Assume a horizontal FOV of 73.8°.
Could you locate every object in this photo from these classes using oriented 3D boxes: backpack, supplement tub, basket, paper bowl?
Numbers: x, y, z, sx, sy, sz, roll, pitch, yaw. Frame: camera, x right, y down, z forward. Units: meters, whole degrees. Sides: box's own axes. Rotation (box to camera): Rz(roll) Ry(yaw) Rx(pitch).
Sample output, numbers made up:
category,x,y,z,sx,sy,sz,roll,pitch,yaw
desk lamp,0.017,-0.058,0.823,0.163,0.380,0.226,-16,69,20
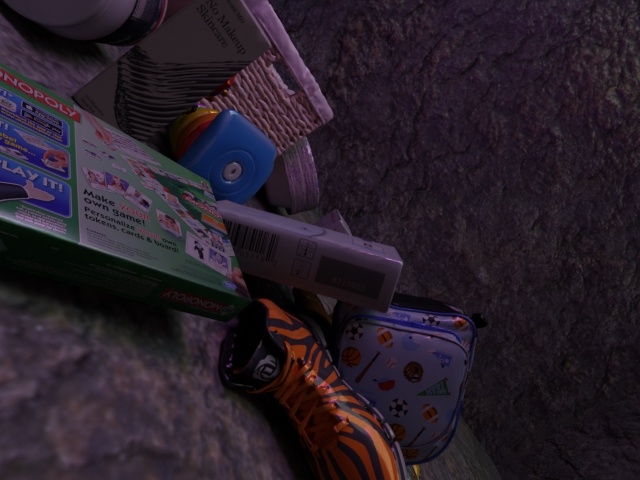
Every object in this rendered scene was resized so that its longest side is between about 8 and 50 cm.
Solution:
category,x,y,z,sx,sy,sz,roll,pitch,yaw
backpack,0.123,0.229,0.709,0.213,0.277,0.263,-24,123,-75
supplement tub,-0.366,-0.415,0.670,0.191,0.191,0.272,53,9,-20
basket,-0.199,-0.399,1.085,0.331,0.266,0.328,46,-4,47
paper bowl,-0.115,-0.217,1.305,0.284,0.148,0.284,164,-90,-80

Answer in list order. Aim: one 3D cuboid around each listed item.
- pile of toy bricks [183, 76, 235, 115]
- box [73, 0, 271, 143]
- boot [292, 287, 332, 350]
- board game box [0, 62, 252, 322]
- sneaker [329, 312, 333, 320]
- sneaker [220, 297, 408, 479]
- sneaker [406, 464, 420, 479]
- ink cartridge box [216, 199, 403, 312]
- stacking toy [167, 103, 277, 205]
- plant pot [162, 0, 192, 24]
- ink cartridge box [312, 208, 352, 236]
category,x,y,z,sx,sy,sz,roll,pitch,yaw
pile of toy bricks,-0.250,-0.296,0.751,0.105,0.212,0.118,48,44,-45
box,-0.215,-0.260,0.637,0.113,0.275,0.094,51,12,-29
boot,-0.026,0.149,0.874,0.152,0.073,0.197,64,-1,38
board game box,-0.218,-0.048,0.411,0.317,0.046,0.213,30,24,-48
sneaker,0.101,0.286,1.040,0.296,0.112,0.130,46,30,-42
sneaker,-0.030,0.202,0.536,0.321,0.124,0.180,49,6,39
sneaker,0.130,0.417,0.720,0.092,0.088,0.225,46,3,-18
ink cartridge box,-0.024,-0.003,0.795,0.309,0.091,0.385,15,11,2
stacking toy,-0.241,-0.207,0.843,0.302,0.175,0.166,45,6,35
plant pot,-0.449,-0.663,1.159,0.284,0.191,0.284,54,9,-12
ink cartridge box,0.000,0.000,1.220,0.072,0.175,0.127,53,9,-18
